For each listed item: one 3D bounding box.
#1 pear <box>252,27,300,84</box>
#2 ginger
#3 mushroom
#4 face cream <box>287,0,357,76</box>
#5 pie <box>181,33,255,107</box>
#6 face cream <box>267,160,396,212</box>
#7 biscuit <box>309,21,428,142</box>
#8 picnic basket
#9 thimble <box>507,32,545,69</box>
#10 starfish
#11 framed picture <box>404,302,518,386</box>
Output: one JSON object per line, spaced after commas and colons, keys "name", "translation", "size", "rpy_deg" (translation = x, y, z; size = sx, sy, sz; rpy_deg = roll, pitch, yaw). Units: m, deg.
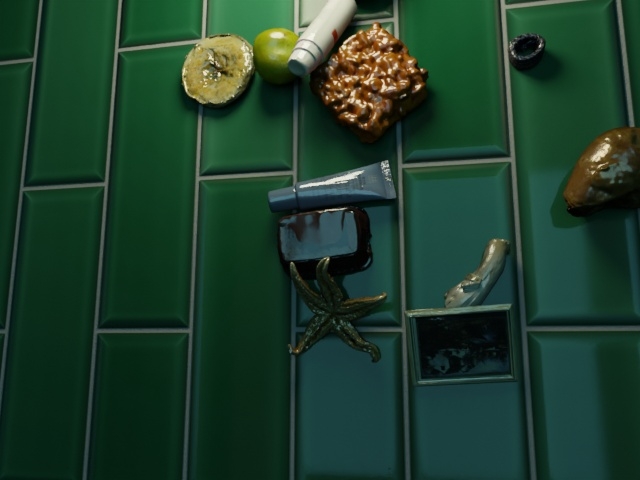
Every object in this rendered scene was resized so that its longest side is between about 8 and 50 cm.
{"name": "pear", "translation": [-0.110, -0.589, 1.798], "size": [0.216, 0.166, 0.180], "rpy_deg": [6, 70, 2]}
{"name": "ginger", "translation": [0.791, -0.193, 1.514], "size": [0.269, 0.200, 0.223], "rpy_deg": [-5, 80, 10]}
{"name": "mushroom", "translation": [0.448, 0.112, 1.587], "size": [0.099, 0.096, 0.278], "rpy_deg": [38, 89, -15]}
{"name": "face cream", "translation": [0.003, -0.636, 1.747], "size": [0.102, 0.102, 0.345], "rpy_deg": [22, 62, 15]}
{"name": "pie", "translation": [-0.342, -0.575, 1.894], "size": [0.274, 0.055, 0.274], "rpy_deg": [-2, 78, 11]}
{"name": "face cream", "translation": [0.031, -0.153, 1.725], "size": [0.385, 0.086, 0.135], "rpy_deg": [-10, 65, 5]}
{"name": "biscuit", "translation": [0.155, -0.489, 1.748], "size": [0.312, 0.110, 0.318], "rpy_deg": [-40, 73, 1]}
{"name": "picnic basket", "translation": [0.000, 0.000, 1.677], "size": [0.297, 0.129, 0.222], "rpy_deg": [-8, 80, 11]}
{"name": "thimble", "translation": [0.620, -0.570, 1.690], "size": [0.104, 0.066, 0.095], "rpy_deg": [-2, 77, 11]}
{"name": "starfish", "translation": [0.032, 0.220, 1.634], "size": [0.375, 0.094, 0.327], "rpy_deg": [38, 107, 3]}
{"name": "framed picture", "translation": [0.389, 0.295, 1.555], "size": [0.296, 0.019, 0.232], "rpy_deg": [-6, 100, 11]}
